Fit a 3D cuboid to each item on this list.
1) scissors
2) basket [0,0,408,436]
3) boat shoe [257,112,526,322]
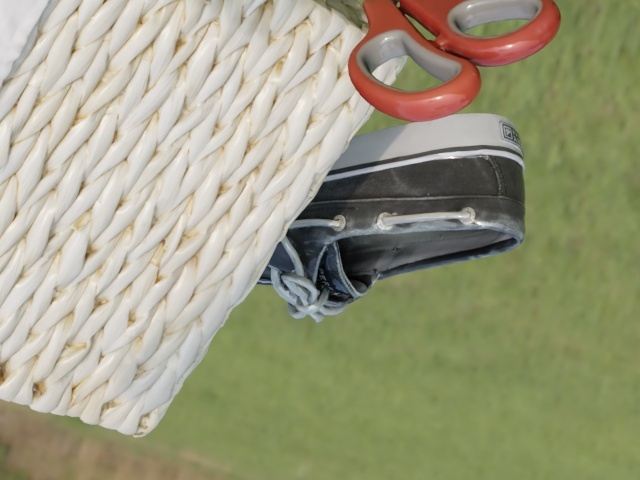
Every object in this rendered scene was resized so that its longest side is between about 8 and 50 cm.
[{"bbox_3d":[0.030,-0.135,1.067,0.297,0.109,0.021,41,161,57],"label":"scissors"},{"bbox_3d":[-0.177,-0.099,1.196,0.266,0.331,0.328,27,-165,-34],"label":"basket"},{"bbox_3d":[0.002,0.001,1.340,0.306,0.105,0.113,-12,155,20],"label":"boat shoe"}]
